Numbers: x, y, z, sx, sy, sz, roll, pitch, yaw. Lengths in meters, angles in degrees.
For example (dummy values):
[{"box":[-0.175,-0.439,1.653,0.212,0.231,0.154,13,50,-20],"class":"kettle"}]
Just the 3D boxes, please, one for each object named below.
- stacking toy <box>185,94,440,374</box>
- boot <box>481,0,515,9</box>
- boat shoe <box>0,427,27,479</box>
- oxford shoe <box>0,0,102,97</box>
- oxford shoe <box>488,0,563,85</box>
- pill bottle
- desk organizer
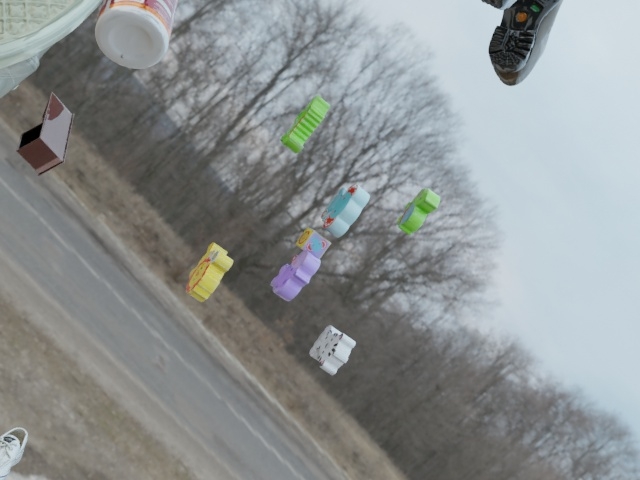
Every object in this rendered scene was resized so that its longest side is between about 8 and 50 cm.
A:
[{"box":[0.000,0.000,0.727,0.167,0.221,0.052,36,-3,-20],"class":"stacking toy"},{"box":[0.072,-0.248,0.476,0.094,0.246,0.207,-35,-99,52],"class":"boot"},{"box":[-0.304,0.203,0.725,0.035,0.035,0.100,24,0,-2],"class":"boat shoe"},{"box":[-0.415,-0.190,0.833,0.169,0.449,0.130,35,-25,12],"class":"oxford shoe"},{"box":[0.327,-0.342,1.185,0.082,0.227,0.096,25,-12,27],"class":"oxford shoe"},{"box":[-0.311,-0.411,1.315,0.121,0.121,0.221,52,29,-44],"class":"pill bottle"},{"box":[-0.403,-0.159,1.114,0.050,0.047,0.130,55,15,-39],"class":"desk organizer"}]
